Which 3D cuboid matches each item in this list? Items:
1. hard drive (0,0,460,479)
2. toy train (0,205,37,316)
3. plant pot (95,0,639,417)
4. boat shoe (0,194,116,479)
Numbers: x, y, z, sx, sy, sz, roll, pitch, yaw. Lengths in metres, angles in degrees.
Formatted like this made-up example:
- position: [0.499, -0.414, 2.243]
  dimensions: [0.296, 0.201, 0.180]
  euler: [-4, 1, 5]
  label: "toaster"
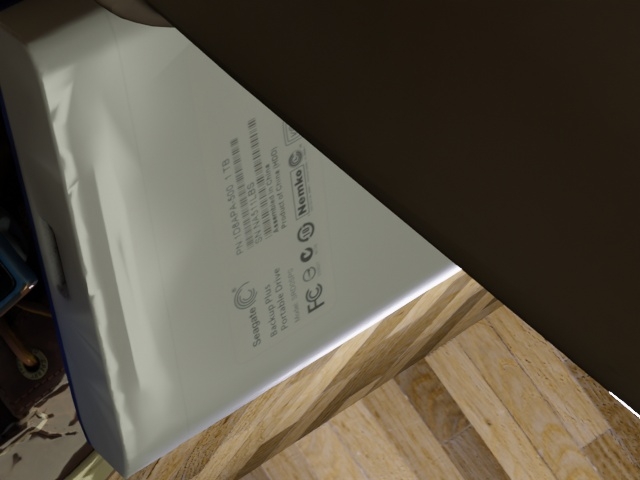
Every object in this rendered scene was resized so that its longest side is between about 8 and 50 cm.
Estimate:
- position: [0.029, -0.064, 0.723]
  dimensions: [0.319, 0.040, 0.210]
  euler: [-31, 136, -26]
  label: "hard drive"
- position: [-0.187, 0.043, 0.702]
  dimensions: [0.184, 0.080, 0.105]
  euler: [-41, 178, 17]
  label: "toy train"
- position: [0.110, -0.092, 0.462]
  dimensions: [0.323, 0.280, 0.323]
  euler: [-33, 170, -6]
  label: "plant pot"
- position: [-0.109, 0.020, 0.805]
  dimensions: [0.342, 0.123, 0.123]
  euler: [-33, 139, -6]
  label: "boat shoe"
